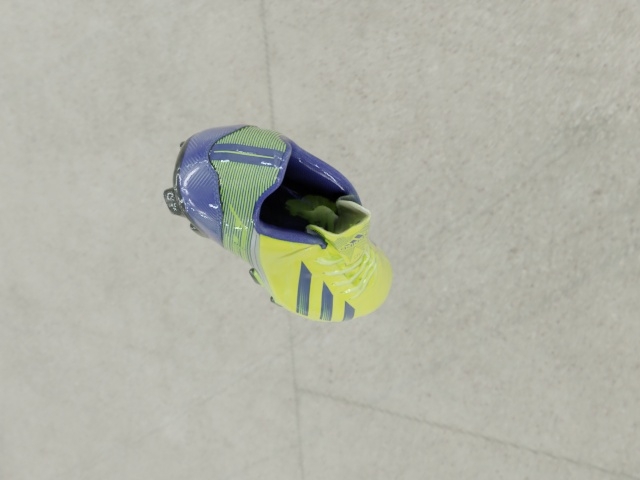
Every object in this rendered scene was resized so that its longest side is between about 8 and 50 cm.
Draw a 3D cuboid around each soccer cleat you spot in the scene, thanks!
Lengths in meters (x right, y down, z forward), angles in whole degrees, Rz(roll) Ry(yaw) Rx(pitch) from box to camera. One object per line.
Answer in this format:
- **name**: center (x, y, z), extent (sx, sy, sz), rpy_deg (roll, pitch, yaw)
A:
- **soccer cleat**: center (-0.001, 0.001, 0.746), extent (0.121, 0.093, 0.289), rpy_deg (2, 159, 32)
